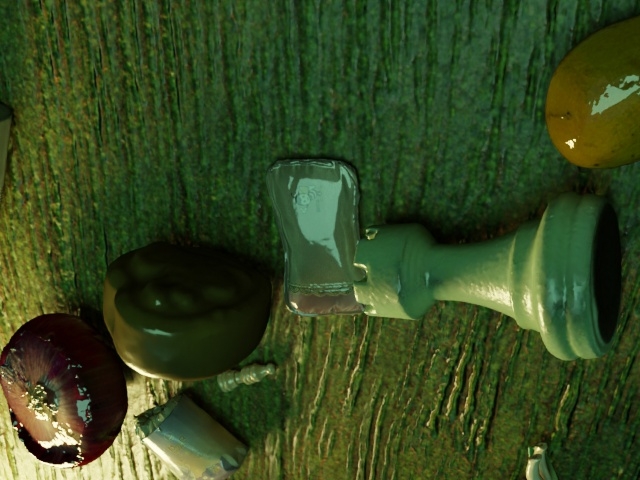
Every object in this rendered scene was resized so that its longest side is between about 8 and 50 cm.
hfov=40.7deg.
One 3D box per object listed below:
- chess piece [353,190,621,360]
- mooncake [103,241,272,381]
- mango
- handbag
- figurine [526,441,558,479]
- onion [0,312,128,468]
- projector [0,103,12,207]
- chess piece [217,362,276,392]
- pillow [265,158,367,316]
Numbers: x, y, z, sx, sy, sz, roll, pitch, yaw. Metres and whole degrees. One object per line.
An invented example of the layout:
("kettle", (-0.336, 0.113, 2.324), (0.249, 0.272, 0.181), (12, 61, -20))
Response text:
("chess piece", (0.195, 0.039, 1.042), (0.299, 0.194, 0.194), (1, 115, 29))
("mooncake", (-0.175, 0.085, 1.171), (0.235, 0.235, 0.117), (13, 115, 14))
("mango", (0.340, -0.171, 0.918), (0.147, 0.109, 0.227), (48, 119, -2))
("handbag", (-0.214, 0.319, 1.367), (0.173, 0.095, 0.117), (44, 117, -8))
("figurine", (0.298, 0.362, 1.218), (0.083, 0.083, 0.187), (3, 122, 18))
("onion", (-0.398, 0.232, 1.354), (0.248, 0.161, 0.248), (4, 105, 15))
("projector", (-0.588, -0.137, 1.275), (0.250, 0.108, 0.198), (22, 120, 7))
("chess piece", (-0.108, 0.204, 1.308), (0.092, 0.035, 0.035), (-18, 107, 23))
("pillow", (0.000, 0.000, 1.166), (0.130, 0.038, 0.233), (-1, 112, 17))
